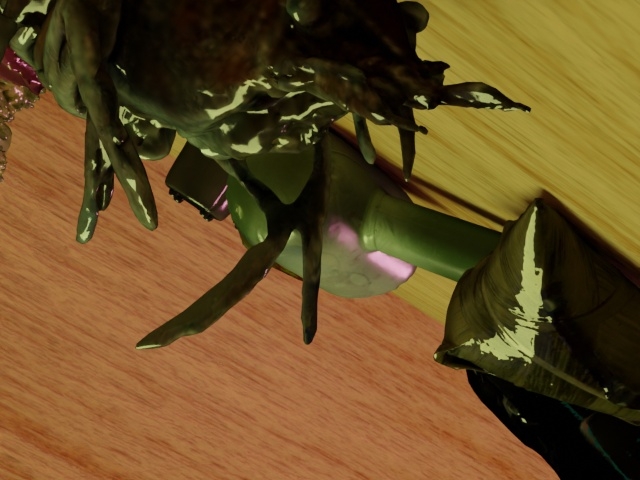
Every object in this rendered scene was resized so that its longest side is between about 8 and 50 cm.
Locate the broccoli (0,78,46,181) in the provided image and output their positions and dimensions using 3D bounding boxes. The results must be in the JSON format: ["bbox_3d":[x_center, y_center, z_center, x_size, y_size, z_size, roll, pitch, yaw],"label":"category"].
[{"bbox_3d":[-0.412,-0.178,1.544,0.260,0.288,0.235,35,157,-32],"label":"broccoli"}]

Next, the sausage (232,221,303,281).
[{"bbox_3d":[0.001,0.002,1.754,0.125,0.117,0.317,39,175,-24],"label":"sausage"}]

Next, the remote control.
[{"bbox_3d":[0.245,0.147,1.086,0.399,0.144,0.062,44,165,49],"label":"remote control"}]

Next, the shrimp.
[{"bbox_3d":[-0.083,-0.097,0.585,0.221,0.166,0.410,-8,-141,-36],"label":"shrimp"}]

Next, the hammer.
[{"bbox_3d":[0.088,0.008,1.173,0.335,0.119,0.206,21,174,36],"label":"hammer"}]

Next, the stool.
[{"bbox_3d":[-0.119,-0.081,1.642,0.096,0.110,0.096,35,176,3],"label":"stool"}]

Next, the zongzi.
[{"bbox_3d":[0.202,0.047,0.976,0.205,0.094,0.204,20,149,-2],"label":"zongzi"}]

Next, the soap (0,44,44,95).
[{"bbox_3d":[-0.343,-0.241,1.368,0.250,0.099,0.162,30,170,5],"label":"soap"}]
